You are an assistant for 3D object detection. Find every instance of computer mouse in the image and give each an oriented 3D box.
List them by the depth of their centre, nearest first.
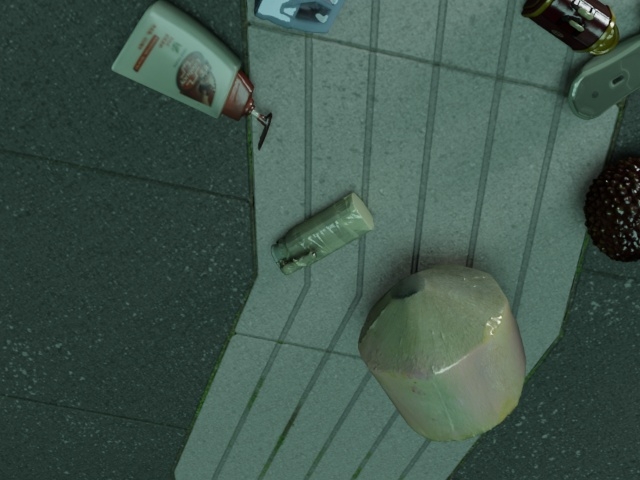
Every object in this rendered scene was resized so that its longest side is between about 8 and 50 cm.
[{"bbox_3d":[0.483,-0.276,1.035,0.182,0.056,0.089,-32,123,9],"label":"computer mouse"}]

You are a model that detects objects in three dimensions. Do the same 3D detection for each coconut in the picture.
[{"bbox_3d":[0.232,0.194,1.209,0.298,0.297,0.309,-19,119,14],"label":"coconut"}]

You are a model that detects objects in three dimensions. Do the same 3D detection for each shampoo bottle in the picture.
[{"bbox_3d":[-0.196,-0.269,1.075,0.284,0.071,0.153,35,118,-14],"label":"shampoo bottle"}]

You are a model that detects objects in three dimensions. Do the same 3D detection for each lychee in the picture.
[{"bbox_3d":[0.551,-0.055,1.099,0.188,0.188,0.188,2,121,3],"label":"lychee"}]

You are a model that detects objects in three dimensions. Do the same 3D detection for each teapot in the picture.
[{"bbox_3d":[0.000,0.000,1.201,0.200,0.107,0.077,-30,117,20],"label":"teapot"}]

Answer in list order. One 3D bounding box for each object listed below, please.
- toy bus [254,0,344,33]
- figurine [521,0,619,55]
[{"bbox_3d":[0.016,-0.469,0.930,0.136,0.109,0.329,20,121,-21],"label":"toy bus"},{"bbox_3d":[0.403,-0.345,0.978,0.154,0.098,0.082,29,114,-10],"label":"figurine"}]
